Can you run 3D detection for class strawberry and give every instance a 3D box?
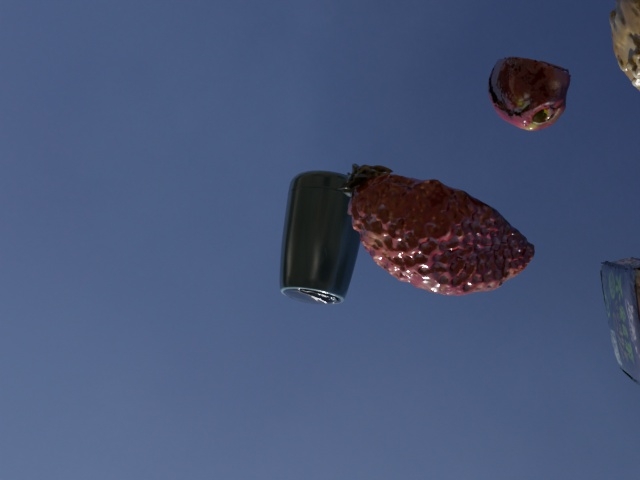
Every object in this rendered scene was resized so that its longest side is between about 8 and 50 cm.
[{"bbox_3d":[0.124,0.004,0.902,0.236,0.175,0.107,22,-98,2],"label":"strawberry"}]

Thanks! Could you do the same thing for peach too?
[{"bbox_3d":[0.349,-0.267,1.415,0.172,0.092,0.127,56,-47,42],"label":"peach"}]

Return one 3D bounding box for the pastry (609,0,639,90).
[{"bbox_3d":[0.477,-0.227,0.932,0.284,0.316,0.184,7,-119,30],"label":"pastry"}]

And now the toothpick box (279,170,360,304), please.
[{"bbox_3d":[0.000,0.000,1.194,0.120,0.120,0.184,-2,-110,36],"label":"toothpick box"}]

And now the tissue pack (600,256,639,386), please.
[{"bbox_3d":[0.443,0.111,1.105,0.073,0.235,0.173,-10,-92,9],"label":"tissue pack"}]
